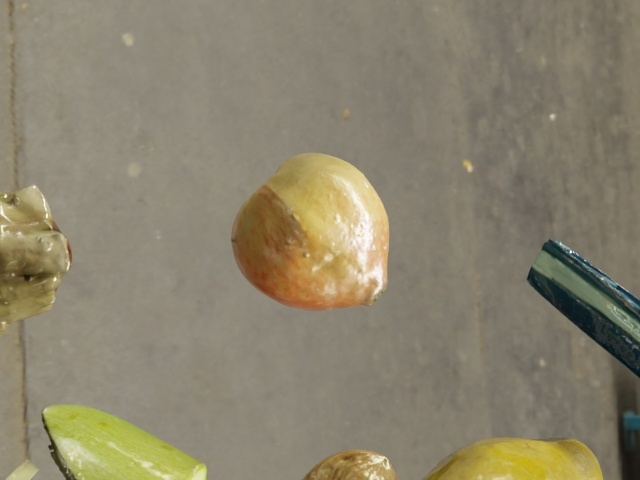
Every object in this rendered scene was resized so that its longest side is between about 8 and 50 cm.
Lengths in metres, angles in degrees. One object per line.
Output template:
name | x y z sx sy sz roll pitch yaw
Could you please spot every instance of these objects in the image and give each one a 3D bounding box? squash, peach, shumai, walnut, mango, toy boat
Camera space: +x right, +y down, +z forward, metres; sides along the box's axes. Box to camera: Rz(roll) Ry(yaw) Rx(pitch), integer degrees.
squash | -0.379 0.420 1.725 0.233 0.309 0.210 66 45 -78
peach | 0.000 0.000 1.349 0.232 0.232 0.232 8 78 -44
shumai | -0.462 0.041 1.187 0.283 0.217 0.346 -30 113 -22
walnut | 0.027 0.273 1.027 0.105 0.105 0.124 39 91 -34
mango | 0.176 0.292 0.959 0.332 0.142 0.195 11 98 -52
toy boat | 0.346 0.109 1.039 0.061 0.299 0.096 -54 151 11

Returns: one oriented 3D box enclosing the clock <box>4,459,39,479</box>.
clock | -0.503 0.420 1.435 0.029 0.235 0.235 42 53 -2
